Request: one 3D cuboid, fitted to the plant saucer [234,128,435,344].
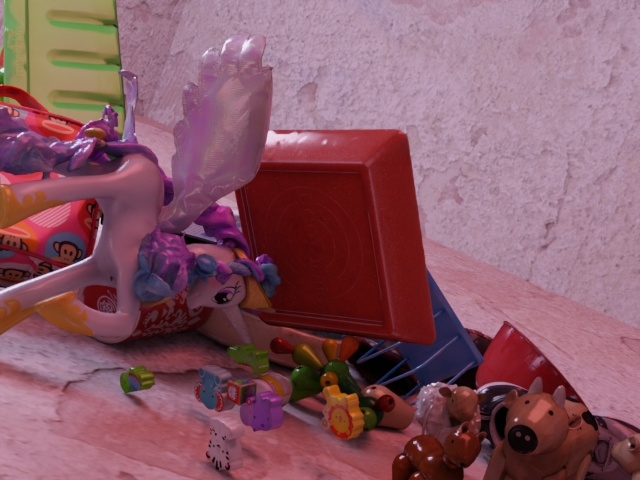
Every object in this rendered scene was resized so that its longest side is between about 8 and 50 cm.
[{"bbox_3d":[0.000,0.000,1.409,0.259,0.258,0.048,4,21,37],"label":"plant saucer"}]

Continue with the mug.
[{"bbox_3d":[-0.235,0.066,1.506,0.150,0.113,0.169,22,13,20],"label":"mug"}]

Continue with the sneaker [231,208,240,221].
[{"bbox_3d":[-0.190,-0.029,2.258,0.258,0.094,0.091,17,13,-12],"label":"sneaker"}]

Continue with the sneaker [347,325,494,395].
[{"bbox_3d":[0.153,0.187,1.724,0.282,0.106,0.162,14,20,-10],"label":"sneaker"}]

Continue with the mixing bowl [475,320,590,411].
[{"bbox_3d":[0.283,0.212,1.687,0.181,0.098,0.181,49,-1,2],"label":"mixing bowl"}]

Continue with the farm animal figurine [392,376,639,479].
[{"bbox_3d":[0.256,0.238,1.293,0.330,0.172,0.327,21,8,7],"label":"farm animal figurine"}]

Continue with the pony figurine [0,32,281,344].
[{"bbox_3d":[-0.208,-0.046,1.339,0.364,0.350,0.303,-1,-5,-38],"label":"pony figurine"}]

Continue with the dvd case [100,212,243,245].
[{"bbox_3d":[-0.148,-0.009,1.622,0.253,0.022,0.180,16,12,10],"label":"dvd case"}]

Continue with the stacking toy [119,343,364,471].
[{"bbox_3d":[-0.087,0.169,1.265,0.167,0.052,0.221,-8,19,-40],"label":"stacking toy"}]

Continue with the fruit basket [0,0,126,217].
[{"bbox_3d":[-0.471,-0.183,1.786,0.392,0.392,0.283,21,-34,10],"label":"fruit basket"}]

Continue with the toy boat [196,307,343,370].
[{"bbox_3d":[-0.078,0.067,1.708,0.268,0.148,0.318,19,9,-2],"label":"toy boat"}]

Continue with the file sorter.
[{"bbox_3d":[0.103,0.125,1.567,0.104,0.118,0.170,-33,91,-42],"label":"file sorter"}]

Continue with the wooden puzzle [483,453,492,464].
[{"bbox_3d":[0.237,0.286,1.517,0.083,0.006,0.049,15,9,-34],"label":"wooden puzzle"}]

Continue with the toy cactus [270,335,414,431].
[{"bbox_3d":[0.040,0.180,1.479,0.181,0.112,0.219,26,-5,-30],"label":"toy cactus"}]

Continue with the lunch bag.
[{"bbox_3d":[-0.418,-0.082,1.497,0.293,0.258,0.120,15,-30,-20],"label":"lunch bag"}]

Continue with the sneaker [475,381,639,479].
[{"bbox_3d":[0.312,0.258,1.525,0.269,0.101,0.153,18,3,12],"label":"sneaker"}]

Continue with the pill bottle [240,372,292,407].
[{"bbox_3d":[-0.061,0.177,1.392,0.043,0.043,0.083,23,8,18],"label":"pill bottle"}]
